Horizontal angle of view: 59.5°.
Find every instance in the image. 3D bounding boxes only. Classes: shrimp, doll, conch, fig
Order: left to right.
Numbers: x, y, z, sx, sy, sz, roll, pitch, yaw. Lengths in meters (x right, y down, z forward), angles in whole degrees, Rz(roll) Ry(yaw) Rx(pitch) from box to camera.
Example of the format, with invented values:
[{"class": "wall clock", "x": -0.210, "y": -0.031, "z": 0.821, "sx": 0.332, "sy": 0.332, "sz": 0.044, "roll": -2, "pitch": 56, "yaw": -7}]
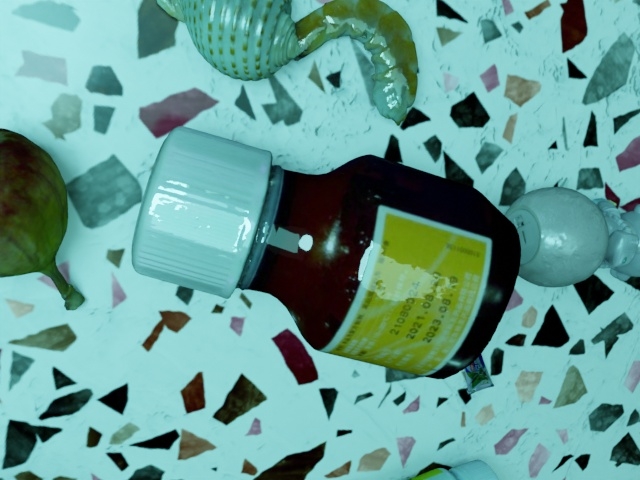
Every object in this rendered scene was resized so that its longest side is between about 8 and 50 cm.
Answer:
[{"class": "fig", "x": -0.329, "y": -0.018, "z": 0.595, "sx": 0.160, "sy": 0.231, "sz": 0.143, "roll": -36, "pitch": 71, "yaw": -6}, {"class": "conch", "x": -0.087, "y": -0.250, "z": 0.603, "sx": 0.153, "sy": 0.102, "sz": 0.135, "roll": 32, "pitch": 81, "yaw": -23}, {"class": "shrimp", "x": 0.039, "y": -0.211, "z": 0.683, "sx": 0.166, "sy": 0.049, "sz": 0.161, "roll": -13, "pitch": 107, "yaw": -13}, {"class": "doll", "x": 0.404, "y": 0.000, "z": 0.819, "sx": 0.287, "sy": 0.151, "sz": 0.151, "roll": 3, "pitch": 106, "yaw": -22}]

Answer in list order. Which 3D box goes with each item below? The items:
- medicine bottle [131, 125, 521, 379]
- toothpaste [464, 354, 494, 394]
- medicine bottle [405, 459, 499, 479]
[{"class": "medicine bottle", "x": 0.000, "y": 0.000, "z": 0.646, "sx": 0.395, "sy": 0.242, "sz": 0.242, "roll": 20, "pitch": 100, "yaw": -9}, {"class": "toothpaste", "x": 0.235, "y": 0.174, "z": 0.877, "sx": 0.045, "sy": 0.028, "sz": 0.170, "roll": -21, "pitch": 116, "yaw": 1}, {"class": "medicine bottle", "x": 0.174, "y": 0.442, "z": 0.879, "sx": 0.225, "sy": 0.139, "sz": 0.139, "roll": -15, "pitch": 111, "yaw": -13}]
